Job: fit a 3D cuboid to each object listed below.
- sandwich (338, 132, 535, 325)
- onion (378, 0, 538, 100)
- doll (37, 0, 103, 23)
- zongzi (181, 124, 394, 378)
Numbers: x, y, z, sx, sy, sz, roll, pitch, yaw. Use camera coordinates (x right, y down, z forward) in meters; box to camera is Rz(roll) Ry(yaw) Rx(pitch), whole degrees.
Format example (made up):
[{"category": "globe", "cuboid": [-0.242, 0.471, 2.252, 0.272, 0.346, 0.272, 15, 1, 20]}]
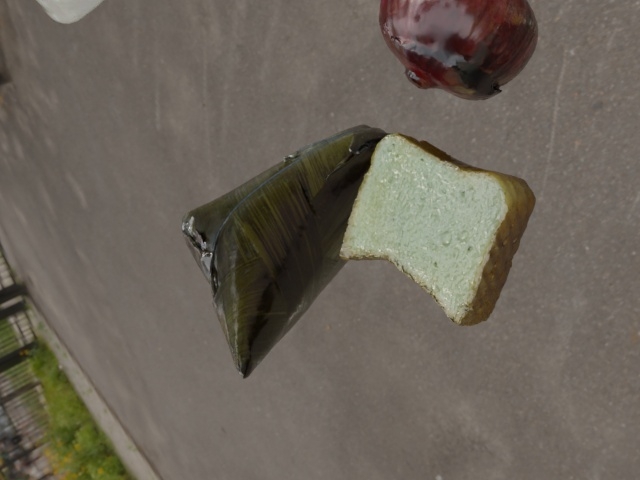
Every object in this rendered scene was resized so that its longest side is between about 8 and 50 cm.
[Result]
[{"category": "sandwich", "cuboid": [0.136, -0.019, 0.842, 0.214, 0.065, 0.186, 34, 113, 39]}, {"category": "onion", "cuboid": [0.198, -0.310, 1.031, 0.246, 0.190, 0.246, 33, -172, -5]}, {"category": "doll", "cuboid": [-0.331, -0.356, 0.543, 0.423, 0.161, 0.348, 39, 170, -34]}, {"category": "zongzi", "cuboid": [0.000, 0.000, 1.075, 0.208, 0.403, 0.432, 59, 180, -27]}]
